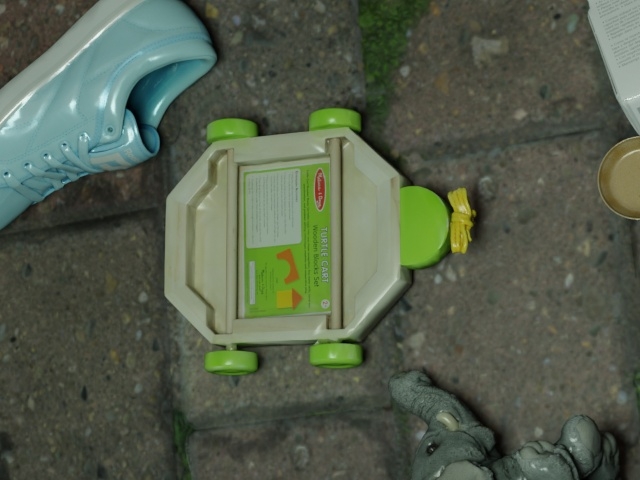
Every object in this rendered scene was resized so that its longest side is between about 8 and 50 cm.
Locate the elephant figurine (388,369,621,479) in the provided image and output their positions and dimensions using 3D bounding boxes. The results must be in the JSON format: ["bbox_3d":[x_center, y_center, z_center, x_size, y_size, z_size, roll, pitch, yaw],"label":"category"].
[{"bbox_3d":[0.156,0.240,1.570,0.239,0.186,0.169,-1,122,33],"label":"elephant figurine"}]

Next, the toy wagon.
[{"bbox_3d":[0.000,0.000,1.712,0.344,0.068,0.267,-4,78,21],"label":"toy wagon"}]

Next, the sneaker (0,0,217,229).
[{"bbox_3d":[-0.262,-0.119,1.808,0.366,0.135,0.150,-48,63,9],"label":"sneaker"}]

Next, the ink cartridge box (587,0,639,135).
[{"bbox_3d":[0.401,-0.268,1.599,0.296,0.066,0.261,-24,48,16],"label":"ink cartridge box"}]

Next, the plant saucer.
[{"bbox_3d":[0.314,-0.060,1.620,0.083,0.015,0.083,-5,78,22],"label":"plant saucer"}]
